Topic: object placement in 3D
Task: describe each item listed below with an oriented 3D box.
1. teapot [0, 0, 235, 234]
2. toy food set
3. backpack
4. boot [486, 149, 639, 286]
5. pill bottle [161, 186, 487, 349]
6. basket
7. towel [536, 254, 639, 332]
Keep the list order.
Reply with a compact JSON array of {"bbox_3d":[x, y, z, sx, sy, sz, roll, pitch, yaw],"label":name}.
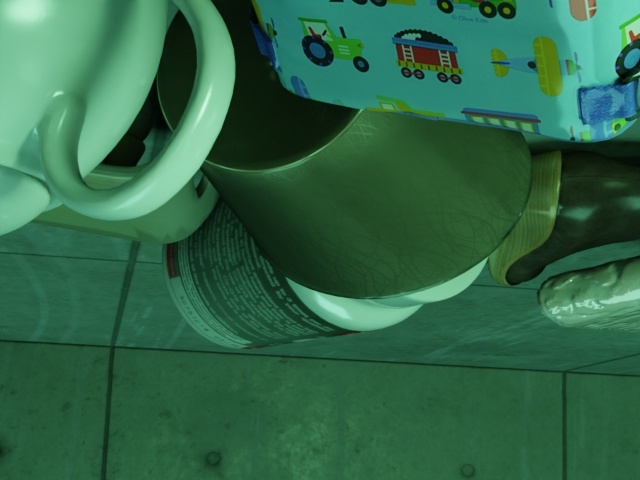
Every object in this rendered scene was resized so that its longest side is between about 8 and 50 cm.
[{"bbox_3d":[-0.191,-0.078,0.590,0.252,0.187,0.256,5,167,-17],"label":"teapot"},{"bbox_3d":[-0.226,-0.079,0.876,0.306,0.092,0.220,10,169,0],"label":"toy food set"},{"bbox_3d":[0.039,-0.130,0.333,0.158,0.117,0.173,15,144,26],"label":"backpack"},{"bbox_3d":[0.250,-0.012,1.061,0.207,0.090,0.248,1,165,15],"label":"boot"},{"bbox_3d":[0.000,0.000,0.988,0.161,0.161,0.283,9,167,-32],"label":"pill bottle"},{"bbox_3d":[0.006,-0.065,0.726,0.204,0.154,0.227,-8,162,18],"label":"basket"},{"bbox_3d":[0.408,0.027,1.128,0.332,0.053,0.317,-17,167,28],"label":"towel"}]
